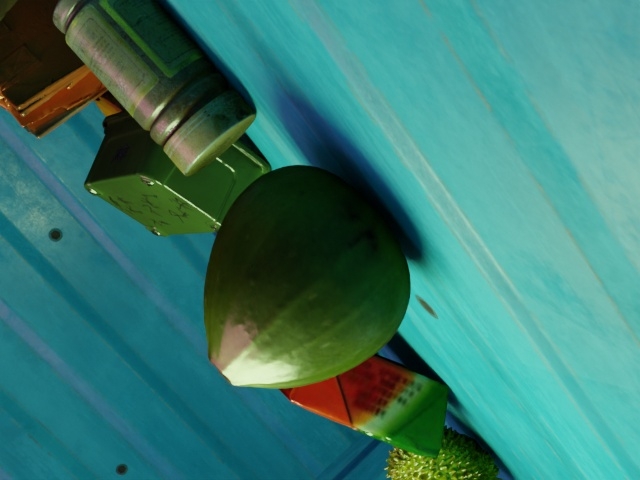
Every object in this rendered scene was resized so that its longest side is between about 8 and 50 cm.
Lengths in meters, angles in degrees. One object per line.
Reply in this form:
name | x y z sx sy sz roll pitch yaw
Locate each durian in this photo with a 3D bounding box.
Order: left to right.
durian | 0.284 0.535 1.963 0.291 0.224 0.291 38 157 19

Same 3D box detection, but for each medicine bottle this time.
medicine bottle | -0.262 -0.269 1.363 0.322 0.151 0.151 48 171 -2

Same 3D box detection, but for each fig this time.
fig | -0.035 0.067 1.208 0.316 0.316 0.316 46 171 10

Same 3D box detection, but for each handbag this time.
handbag | -0.558 -0.414 1.659 0.410 0.303 0.116 44 165 21

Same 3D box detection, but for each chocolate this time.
chocolate | 0.077 0.315 1.888 0.341 0.161 0.360 24 175 -12

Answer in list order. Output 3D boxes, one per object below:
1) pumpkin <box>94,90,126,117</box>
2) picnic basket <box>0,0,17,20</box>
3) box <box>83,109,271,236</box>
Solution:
pumpkin | -0.400 -0.309 1.877 0.222 0.139 0.317 48 172 -14
picnic basket | -0.621 -0.541 1.449 0.321 0.291 0.254 31 166 21
box | -0.285 -0.124 1.646 0.253 0.177 0.329 34 160 -32
